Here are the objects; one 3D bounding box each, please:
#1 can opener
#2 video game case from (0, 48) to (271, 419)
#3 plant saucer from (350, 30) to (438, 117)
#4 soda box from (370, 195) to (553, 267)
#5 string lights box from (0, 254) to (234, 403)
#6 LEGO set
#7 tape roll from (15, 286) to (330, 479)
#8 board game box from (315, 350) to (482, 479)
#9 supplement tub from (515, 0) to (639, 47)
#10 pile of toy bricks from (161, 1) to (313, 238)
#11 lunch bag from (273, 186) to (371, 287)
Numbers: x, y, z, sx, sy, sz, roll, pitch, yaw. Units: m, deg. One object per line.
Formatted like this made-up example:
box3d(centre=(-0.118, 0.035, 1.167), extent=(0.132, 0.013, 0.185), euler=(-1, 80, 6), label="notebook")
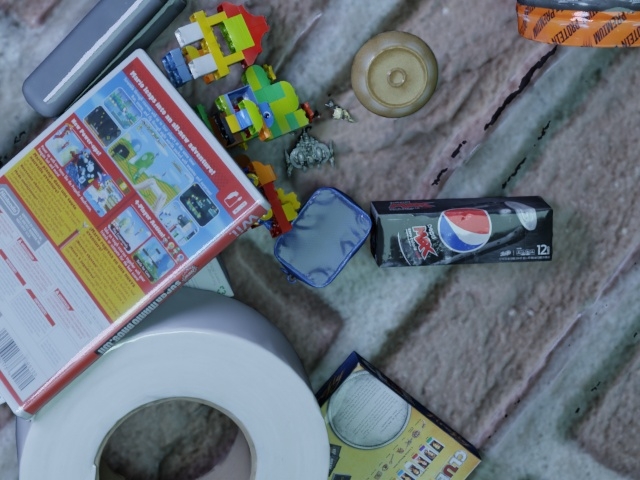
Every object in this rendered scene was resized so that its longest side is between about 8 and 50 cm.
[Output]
box3d(centre=(-0.171, -0.234, 1.796), extent=(0.283, 0.076, 0.095), euler=(-45, 73, 7), label="can opener")
box3d(centre=(-0.208, -0.008, 1.747), extent=(0.285, 0.025, 0.204), euler=(-41, 63, 3), label="video game case")
box3d(centre=(0.070, -0.154, 1.862), extent=(0.083, 0.015, 0.083), euler=(-2, 105, -6), label="plant saucer")
box3d(centre=(0.133, -0.009, 1.884), extent=(0.169, 0.060, 0.053), euler=(-3, 104, -6), label="soda box")
box3d(centre=(-0.226, 0.040, 1.847), extent=(0.259, 0.077, 0.133), euler=(-25, 106, 0), label="string lights box")
box3d(centre=(-0.004, -0.092, 1.865), extent=(0.054, 0.023, 0.083), euler=(20, 102, -11), label="LEGO set")
box3d(centre=(-0.138, 0.188, 1.821), extent=(0.286, 0.100, 0.286), euler=(-4, 113, -9), label="tape roll")
box3d(centre=(0.017, 0.252, 1.950), extent=(0.165, 0.042, 0.243), euler=(39, 97, -14), label="board game box")
box3d(centre=(0.253, -0.347, 1.732), extent=(0.207, 0.207, 0.338), euler=(-2, 105, -6), label="supplement tub")
box3d(centre=(-0.057, -0.111, 1.822), extent=(0.105, 0.118, 0.212), euler=(-23, 90, -21), label="pile of toy bricks")
box3d(centre=(0.000, 0.000, 1.868), extent=(0.067, 0.065, 0.098), euler=(40, 91, 0), label="lunch bag")
